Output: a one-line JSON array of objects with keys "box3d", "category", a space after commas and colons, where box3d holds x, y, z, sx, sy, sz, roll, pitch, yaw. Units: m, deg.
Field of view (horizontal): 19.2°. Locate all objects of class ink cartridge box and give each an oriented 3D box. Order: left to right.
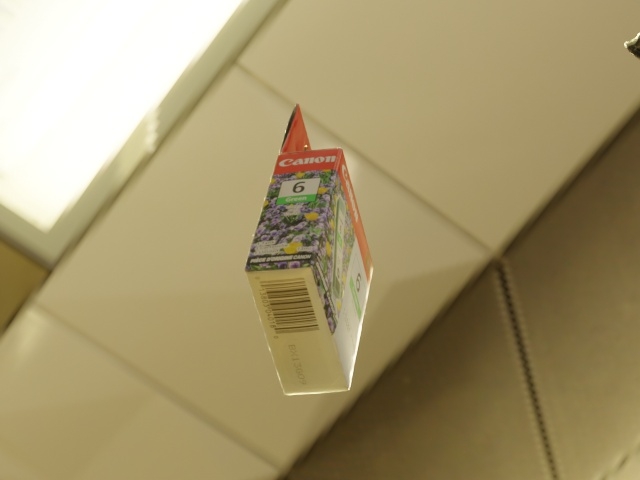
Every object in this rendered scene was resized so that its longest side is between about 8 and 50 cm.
[{"box3d": [0.000, 0.000, 0.747, 0.029, 0.063, 0.115, -5, -144, 15], "category": "ink cartridge box"}]

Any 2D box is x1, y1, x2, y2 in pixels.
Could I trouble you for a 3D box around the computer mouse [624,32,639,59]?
[{"box3d": [0.334, -0.110, 1.129, 0.272, 0.072, 0.188, 0, -166, 26], "category": "computer mouse"}]
